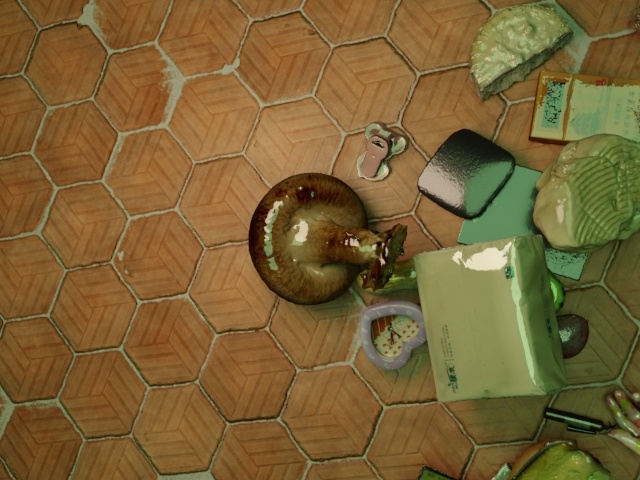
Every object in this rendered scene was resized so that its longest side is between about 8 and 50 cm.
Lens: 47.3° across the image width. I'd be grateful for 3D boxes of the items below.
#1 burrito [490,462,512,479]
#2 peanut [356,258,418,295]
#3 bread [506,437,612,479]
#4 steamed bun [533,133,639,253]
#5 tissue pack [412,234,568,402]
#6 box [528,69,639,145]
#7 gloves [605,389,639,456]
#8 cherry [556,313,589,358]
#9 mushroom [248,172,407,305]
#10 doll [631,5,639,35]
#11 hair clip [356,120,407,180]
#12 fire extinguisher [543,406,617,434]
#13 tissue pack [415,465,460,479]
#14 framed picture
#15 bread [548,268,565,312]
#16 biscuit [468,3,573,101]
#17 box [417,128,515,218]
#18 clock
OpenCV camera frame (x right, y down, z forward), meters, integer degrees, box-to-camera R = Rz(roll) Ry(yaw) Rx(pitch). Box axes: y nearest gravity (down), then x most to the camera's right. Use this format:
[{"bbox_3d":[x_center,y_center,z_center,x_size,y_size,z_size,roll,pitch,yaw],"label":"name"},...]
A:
[{"bbox_3d":[0.455,0.627,1.850,0.118,0.044,0.074,-45,83,4],"label":"burrito"},{"bbox_3d":[0.198,0.096,1.919,0.207,0.087,0.087,-9,85,10],"label":"peanut"},{"bbox_3d":[0.568,0.568,1.784,0.174,0.133,0.251,37,111,4],"label":"bread"},{"bbox_3d":[0.644,-0.105,1.763,0.276,0.203,0.289,14,89,-14],"label":"steamed bun"},{"bbox_3d":[0.412,0.190,1.766,0.297,0.207,0.380,-15,82,38],"label":"tissue pack"},{"bbox_3d":[0.678,-0.322,1.842,0.274,0.076,0.174,9,87,13],"label":"box"},{"bbox_3d":[0.794,0.455,1.754,0.241,0.126,0.145,42,102,39],"label":"gloves"},{"bbox_3d":[0.574,0.264,1.828,0.225,0.090,0.107,-40,97,16],"label":"cherry"},{"bbox_3d":[-0.009,0.016,1.851,0.334,0.356,0.331,18,109,-20],"label":"mushroom"},{"bbox_3d":[0.877,-0.521,1.797,0.221,0.105,0.115,24,50,6],"label":"doll"},{"bbox_3d":[0.158,-0.237,1.976,0.123,0.102,0.138,26,125,14],"label":"hair clip"},{"bbox_3d":[0.647,0.459,1.824,0.173,0.035,0.049,11,86,16],"label":"fire extinguisher"},{"bbox_3d":[0.382,0.753,1.774,0.394,0.124,0.288,20,116,12],"label":"tissue pack"},{"bbox_3d":[0.545,-0.060,1.888,0.324,0.013,0.244,18,90,13],"label":"framed picture"},{"bbox_3d":[0.549,0.128,1.844,0.139,0.071,0.130,33,95,20],"label":"bread"},{"bbox_3d":[0.489,-0.504,1.889,0.281,0.084,0.179,-39,80,8],"label":"biscuit"},{"bbox_3d":[0.379,-0.172,1.908,0.201,0.042,0.212,36,97,19],"label":"box"},{"bbox_3d":[0.181,0.227,1.882,0.172,0.064,0.198,36,113,0],"label":"clock"}]
